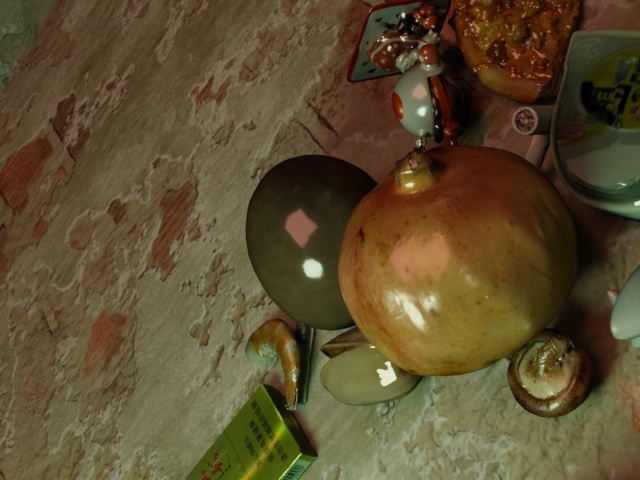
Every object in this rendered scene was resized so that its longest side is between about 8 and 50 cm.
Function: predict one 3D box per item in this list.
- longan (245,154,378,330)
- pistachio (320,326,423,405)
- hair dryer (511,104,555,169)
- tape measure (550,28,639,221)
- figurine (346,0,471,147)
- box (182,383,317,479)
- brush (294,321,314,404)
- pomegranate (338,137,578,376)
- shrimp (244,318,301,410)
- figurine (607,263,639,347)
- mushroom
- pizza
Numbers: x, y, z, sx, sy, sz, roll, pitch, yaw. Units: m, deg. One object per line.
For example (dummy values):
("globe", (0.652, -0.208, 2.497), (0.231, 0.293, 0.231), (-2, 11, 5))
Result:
("longan", (0.000, 0.000, 1.797), (0.300, 0.243, 0.300), (-177, 90, -81))
("pistachio", (0.078, 0.184, 1.703), (0.206, 0.131, 0.129), (-22, 48, 43))
("hair dryer", (0.301, -0.112, 1.618), (0.044, 0.155, 0.183), (36, 115, 30))
("tape measure", (0.434, -0.156, 1.488), (0.259, 0.138, 0.262), (15, 83, 50))
("figurine", (0.168, -0.243, 1.781), (0.183, 0.160, 0.226), (108, 143, -54))
("box", (-0.144, 0.412, 1.889), (0.311, 0.043, 0.173), (-52, 43, 16))
("brush", (-0.031, 0.188, 1.891), (0.033, 0.030, 0.178), (-7, 66, 34))
("pomegranate", (0.177, 0.008, 1.511), (0.338, 0.338, 0.338), (-22, 56, 38))
("shrimp", (-0.074, 0.218, 1.899), (0.161, 0.049, 0.166), (-40, 57, 51))
("figurine", (0.467, 0.159, 1.257), (0.225, 0.205, 0.381), (-29, 55, 27))
("mushroom", (0.306, 0.178, 1.497), (0.127, 0.087, 0.127), (-25, 51, 35))
("pizza", (0.311, -0.355, 1.754), (0.226, 0.086, 0.335), (-42, 44, 26))
